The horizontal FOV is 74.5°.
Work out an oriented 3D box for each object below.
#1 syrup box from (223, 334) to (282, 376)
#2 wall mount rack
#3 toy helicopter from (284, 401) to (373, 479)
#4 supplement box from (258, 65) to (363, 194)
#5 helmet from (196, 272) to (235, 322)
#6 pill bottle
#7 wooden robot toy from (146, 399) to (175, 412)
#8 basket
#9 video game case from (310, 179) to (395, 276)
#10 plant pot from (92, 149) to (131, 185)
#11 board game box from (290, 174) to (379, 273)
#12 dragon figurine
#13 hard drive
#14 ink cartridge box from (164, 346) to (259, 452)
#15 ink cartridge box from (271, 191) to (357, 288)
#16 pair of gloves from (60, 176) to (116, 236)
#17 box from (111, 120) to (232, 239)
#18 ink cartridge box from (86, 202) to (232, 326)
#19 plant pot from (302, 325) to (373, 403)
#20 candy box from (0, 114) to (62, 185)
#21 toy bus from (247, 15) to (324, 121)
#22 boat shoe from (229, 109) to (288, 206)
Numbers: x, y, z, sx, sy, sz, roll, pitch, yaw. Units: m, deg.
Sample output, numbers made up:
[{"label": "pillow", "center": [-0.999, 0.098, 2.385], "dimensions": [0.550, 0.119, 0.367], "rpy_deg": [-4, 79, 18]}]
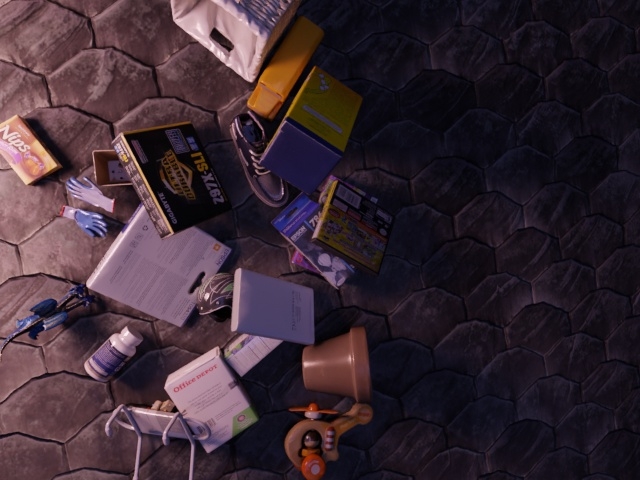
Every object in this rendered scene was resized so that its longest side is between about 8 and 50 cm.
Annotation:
[{"label": "syrup box", "center": [-0.214, 0.349, 1.464], "dimensions": [0.237, 0.093, 0.096], "rpy_deg": [-40, 100, -9]}, {"label": "wall mount rack", "center": [-0.518, 0.658, 1.336], "dimensions": [0.351, 0.130, 0.303], "rpy_deg": [1, 122, 14]}, {"label": "toy helicopter", "center": [0.032, 0.679, 1.542], "dimensions": [0.356, 0.140, 0.234], "rpy_deg": [-20, 88, -23]}, {"label": "supplement box", "center": [-0.024, -0.356, 1.343], "dimensions": [0.195, 0.194, 0.356], "rpy_deg": [31, 46, -13]}, {"label": "helmet", "center": [-0.323, 0.188, 1.393], "dimensions": [0.169, 0.169, 0.161], "rpy_deg": [-50, 122, -7]}, {"label": "pill bottle", "center": [-0.659, 0.361, 1.355], "dimensions": [0.094, 0.094, 0.169], "rpy_deg": [45, 82, -11]}, {"label": "wooden robot toy", "center": [-0.532, 0.560, 1.404], "dimensions": [0.076, 0.079, 0.173], "rpy_deg": [33, 124, -7]}, {"label": "basket", "center": [-0.252, -0.737, 1.299], "dimensions": [0.329, 0.331, 0.266], "rpy_deg": [36, 78, -13]}, {"label": "video game case", "center": [0.122, -0.042, 1.468], "dimensions": [0.275, 0.035, 0.248], "rpy_deg": [30, 64, -21]}, {"label": "plant pot", "center": [-0.643, -0.225, 1.334], "dimensions": [0.109, 0.096, 0.108], "rpy_deg": [-6, 94, -13]}, {"label": "board game box", "center": [0.054, -0.039, 1.540], "dimensions": [0.208, 0.056, 0.346], "rpy_deg": [26, 86, -18]}, {"label": "dragon figurine", "center": [-0.821, 0.228, 1.257], "dimensions": [0.144, 0.289, 0.085], "rpy_deg": [-30, 99, 27]}, {"label": "hard drive", "center": [-0.149, 0.225, 1.400], "dimensions": [0.308, 0.040, 0.202], "rpy_deg": [21, 55, -37]}, {"label": "ink cartridge box", "center": [-0.364, 0.531, 1.424], "dimensions": [0.199, 0.115, 0.272], "rpy_deg": [-30, 100, -11]}, {"label": "ink cartridge box", "center": [0.000, 0.000, 1.474], "dimensions": [0.333, 0.065, 0.165], "rpy_deg": [45, 82, -10]}, {"label": "pair of gloves", "center": [-0.723, -0.103, 1.309], "dimensions": [0.160, 0.023, 0.198], "rpy_deg": [27, 120, -7]}, {"label": "box", "center": [-0.450, -0.195, 1.320], "dimensions": [0.257, 0.080, 0.321], "rpy_deg": [-33, 100, -52]}, {"label": "ink cartridge box", "center": [-0.511, 0.078, 1.375], "dimensions": [0.330, 0.071, 0.323], "rpy_deg": [37, 83, -35]}, {"label": "plant pot", "center": [0.060, 0.440, 1.480], "dimensions": [0.230, 0.263, 0.262], "rpy_deg": [-6, 94, 5]}, {"label": "candy box", "center": [-0.906, -0.275, 1.291], "dimensions": [0.109, 0.053, 0.186], "rpy_deg": [-36, 101, -10]}, {"label": "toy bus", "center": [-0.121, -0.576, 1.431], "dimensions": [0.108, 0.130, 0.332], "rpy_deg": [32, 85, -13]}, {"label": "boat shoe", "center": [-0.203, -0.268, 1.409], "dimensions": [0.127, 0.158, 0.340], "rpy_deg": [-30, 98, -11]}]
